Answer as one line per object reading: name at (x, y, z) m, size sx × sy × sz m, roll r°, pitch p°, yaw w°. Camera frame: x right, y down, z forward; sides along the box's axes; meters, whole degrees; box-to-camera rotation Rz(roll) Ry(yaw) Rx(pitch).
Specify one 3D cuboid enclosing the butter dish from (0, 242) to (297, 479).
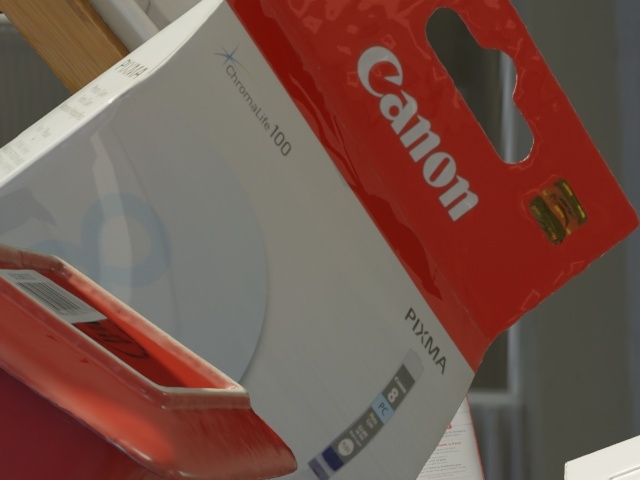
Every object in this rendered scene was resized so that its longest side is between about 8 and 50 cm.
butter dish at (-0.111, 0.076, 0.558) m, size 0.118 × 0.160 × 0.160 m, roll -57°, pitch -15°, yaw 3°

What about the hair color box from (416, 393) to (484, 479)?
hair color box at (0.097, 0.180, 1.290) m, size 0.141 × 0.072 × 0.043 m, roll -96°, pitch -3°, yaw -50°

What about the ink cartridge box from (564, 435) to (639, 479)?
ink cartridge box at (0.336, 0.281, 1.463) m, size 0.191 × 0.139 × 0.082 m, roll 58°, pitch -158°, yaw -20°

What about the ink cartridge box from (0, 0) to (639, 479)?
ink cartridge box at (0.000, 0.000, 0.921) m, size 0.308 × 0.385 × 0.091 m, roll 55°, pitch 172°, yaw -21°

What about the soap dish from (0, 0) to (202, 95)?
soap dish at (-0.169, -0.206, 1.409) m, size 0.291 × 0.118 × 0.229 m, roll 52°, pitch -152°, yaw -32°
